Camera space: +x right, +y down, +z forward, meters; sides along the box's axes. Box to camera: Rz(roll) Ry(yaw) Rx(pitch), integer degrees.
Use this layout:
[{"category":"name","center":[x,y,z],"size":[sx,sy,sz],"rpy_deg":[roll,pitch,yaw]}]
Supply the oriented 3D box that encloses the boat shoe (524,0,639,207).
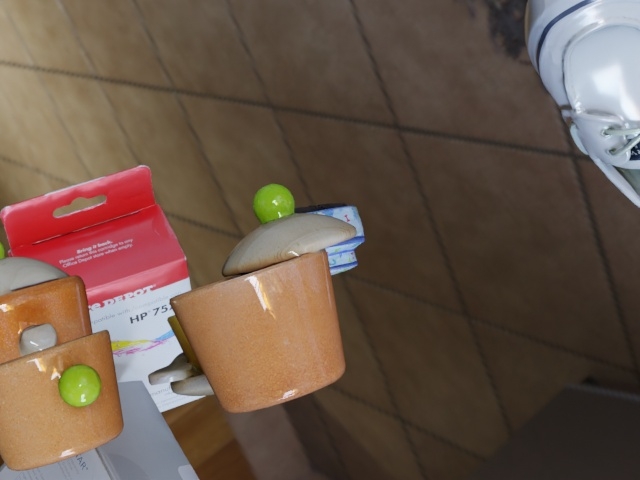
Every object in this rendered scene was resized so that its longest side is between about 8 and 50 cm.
[{"category":"boat shoe","center":[0.179,-0.078,0.663],"size":[0.226,0.083,0.076],"rpy_deg":[29,-138,-58]}]

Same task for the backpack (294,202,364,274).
[{"category":"backpack","center":[0.000,0.000,1.372],"size":[0.114,0.105,0.084],"rpy_deg":[147,111,-77]}]

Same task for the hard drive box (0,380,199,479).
[{"category":"hard drive box","center":[-0.201,0.260,0.989],"size":[0.232,0.089,0.181],"rpy_deg":[-47,63,27]}]

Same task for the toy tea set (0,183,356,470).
[{"category":"toy tea set","center":[-0.121,0.038,0.623],"size":[0.336,0.200,0.124],"rpy_deg":[-18,90,24]}]

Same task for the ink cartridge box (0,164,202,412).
[{"category":"ink cartridge box","center":[-0.181,0.058,1.015],"size":[0.231,0.134,0.078],"rpy_deg":[87,158,-45]}]
